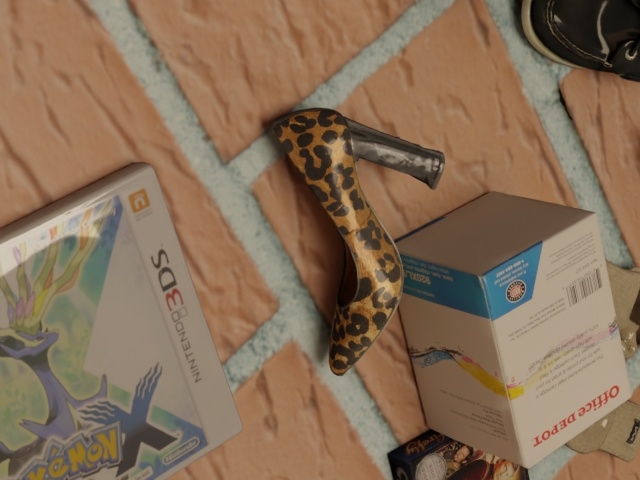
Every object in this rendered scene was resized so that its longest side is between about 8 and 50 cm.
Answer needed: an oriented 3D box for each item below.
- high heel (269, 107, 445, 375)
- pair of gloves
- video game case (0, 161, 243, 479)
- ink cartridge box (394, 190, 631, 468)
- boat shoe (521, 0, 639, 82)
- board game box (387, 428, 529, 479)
[{"bbox_3d":[0.000,0.000,1.494,0.186,0.093,0.261,17,98,-20],"label":"high heel"},{"bbox_3d":[0.349,0.143,1.789,0.204,0.042,0.240,16,91,-41],"label":"pair of gloves"},{"bbox_3d":[-0.247,0.129,1.349,0.329,0.036,0.300,-30,115,-28],"label":"video game case"},{"bbox_3d":[0.204,0.093,1.591,0.171,0.168,0.233,-27,114,-29],"label":"ink cartridge box"},{"bbox_3d":[0.383,-0.243,1.689,0.340,0.113,0.127,11,93,-37],"label":"boat shoe"},{"bbox_3d":[0.174,0.322,1.694,0.165,0.042,0.243,-25,113,-30],"label":"board game box"}]
